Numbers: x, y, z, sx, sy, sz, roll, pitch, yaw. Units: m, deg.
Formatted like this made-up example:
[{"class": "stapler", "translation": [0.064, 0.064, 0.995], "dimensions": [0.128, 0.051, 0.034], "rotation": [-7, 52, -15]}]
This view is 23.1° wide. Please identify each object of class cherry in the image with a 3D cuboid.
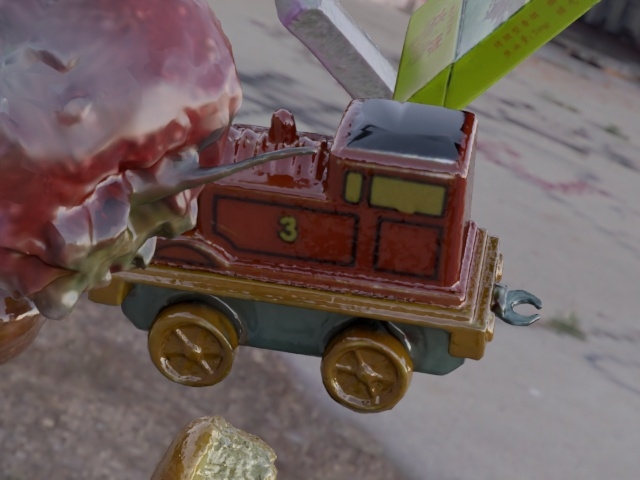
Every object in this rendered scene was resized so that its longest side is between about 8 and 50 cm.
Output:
[{"class": "cherry", "translation": [-0.152, -0.090, 0.777], "dimensions": [0.249, 0.192, 0.175], "rotation": [54, 1, -10]}]

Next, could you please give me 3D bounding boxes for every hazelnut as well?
[{"class": "hazelnut", "translation": [-0.312, 0.053, 1.480], "dimensions": [0.143, 0.143, 0.154], "rotation": [21, 26, -13]}]

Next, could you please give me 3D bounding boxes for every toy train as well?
[{"class": "toy train", "translation": [0.000, 0.000, 1.268], "dimensions": [0.369, 0.231, 0.163], "rotation": [8, 28, 7]}]

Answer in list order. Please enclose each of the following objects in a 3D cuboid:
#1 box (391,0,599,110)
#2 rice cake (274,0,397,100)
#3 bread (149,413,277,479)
[{"class": "box", "translation": [0.199, -0.241, 1.407], "dimensions": [0.047, 0.335, 0.187], "rotation": [39, 35, -20]}, {"class": "rice cake", "translation": [0.038, -0.199, 1.752], "dimensions": [0.365, 0.056, 0.072], "rotation": [42, 27, -58]}, {"class": "bread", "translation": [-0.108, 0.251, 1.483], "dimensions": [0.121, 0.174, 0.245], "rotation": [13, -4, 3]}]
